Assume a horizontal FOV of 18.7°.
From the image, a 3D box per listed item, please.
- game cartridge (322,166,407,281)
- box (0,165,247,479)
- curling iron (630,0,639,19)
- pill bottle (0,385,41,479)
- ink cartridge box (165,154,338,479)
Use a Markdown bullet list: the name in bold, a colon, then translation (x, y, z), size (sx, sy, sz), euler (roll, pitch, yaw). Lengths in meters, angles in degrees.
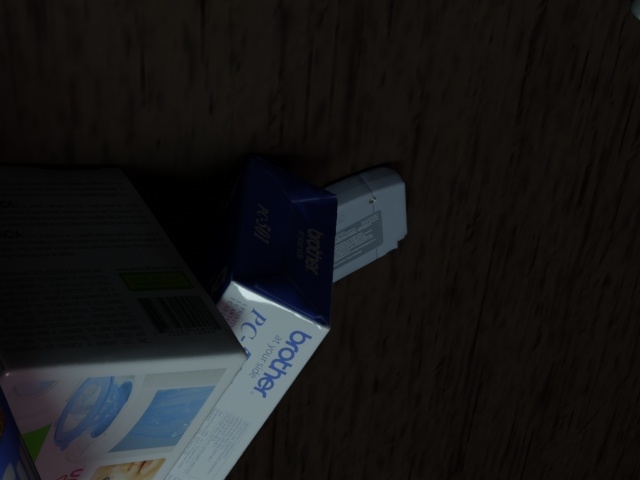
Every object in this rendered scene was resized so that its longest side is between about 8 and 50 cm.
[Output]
- **game cartridge**: translation (0.000, 0.000, 0.856), size (0.083, 0.017, 0.056), euler (-28, 152, -15)
- **box**: translation (-0.138, 0.080, 0.737), size (0.114, 0.103, 0.203), euler (-1, 134, -45)
- **curling iron**: translation (0.204, -0.193, 0.780), size (0.068, 0.035, 0.274), euler (-4, 136, -42)
- **pill bottle**: translation (-0.166, 0.057, 0.552), size (0.152, 0.152, 0.272), euler (-27, 119, -16)
- **ink cartridge box**: translation (-0.062, 0.073, 0.808), size (0.046, 0.097, 0.207), euler (27, 120, -13)
